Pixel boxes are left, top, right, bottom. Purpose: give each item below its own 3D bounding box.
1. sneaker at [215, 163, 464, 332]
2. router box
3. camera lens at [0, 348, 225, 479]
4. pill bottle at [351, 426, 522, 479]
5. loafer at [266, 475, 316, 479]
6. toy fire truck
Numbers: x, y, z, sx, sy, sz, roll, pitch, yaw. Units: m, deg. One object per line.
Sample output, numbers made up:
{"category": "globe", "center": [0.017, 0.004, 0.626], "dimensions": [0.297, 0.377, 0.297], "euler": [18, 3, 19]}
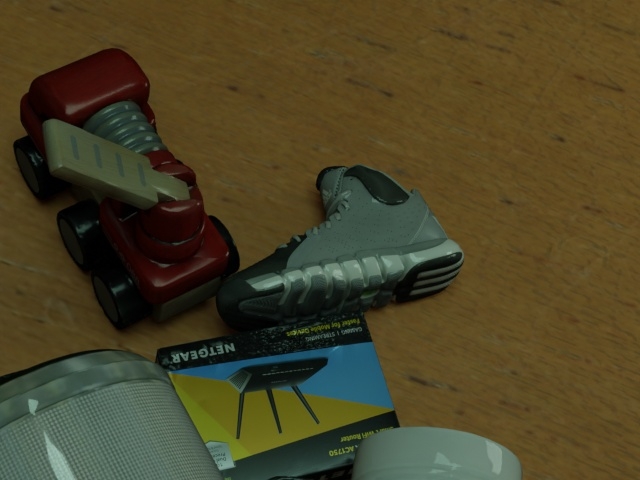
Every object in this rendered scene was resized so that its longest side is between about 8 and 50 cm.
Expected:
{"category": "sneaker", "center": [0.000, 0.000, 1.335], "dimensions": [0.229, 0.086, 0.132], "euler": [-10, 59, -26]}
{"category": "router box", "center": [-0.034, 0.138, 1.267], "dimensions": [0.179, 0.046, 0.133], "euler": [-11, 64, -15]}
{"category": "camera lens", "center": [-0.158, 0.232, 1.095], "dimensions": [0.219, 0.219, 0.274], "euler": [-24, 68, -21]}
{"category": "pill bottle", "center": [0.073, 0.290, 1.138], "dimensions": [0.162, 0.162, 0.278], "euler": [11, 60, -4]}
{"category": "loafer", "center": [0.056, 0.209, 1.042], "dimensions": [0.223, 0.078, 0.076], "euler": [21, 61, 7]}
{"category": "toy fire truck", "center": [-0.169, -0.065, 1.238], "dimensions": [0.158, 0.246, 0.217], "euler": [-25, 69, -22]}
